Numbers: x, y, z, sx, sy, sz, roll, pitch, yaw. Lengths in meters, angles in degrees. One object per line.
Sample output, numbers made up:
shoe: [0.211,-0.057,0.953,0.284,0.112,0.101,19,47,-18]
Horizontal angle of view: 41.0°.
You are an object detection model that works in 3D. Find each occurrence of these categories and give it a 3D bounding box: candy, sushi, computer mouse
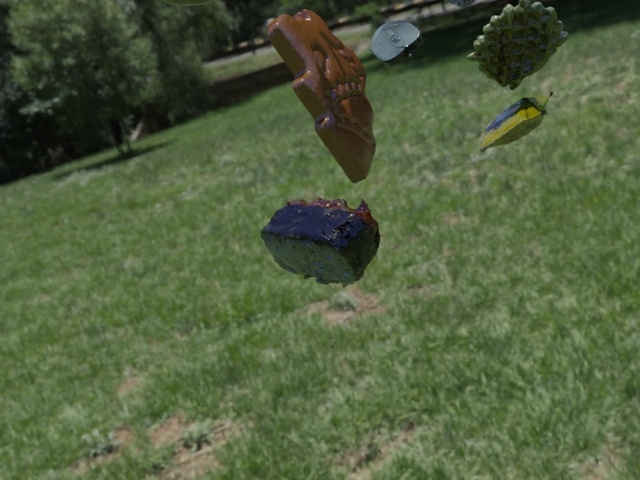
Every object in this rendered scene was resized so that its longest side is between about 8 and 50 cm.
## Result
candy: [0.483,-0.293,2.102,0.187,0.081,0.297,-33,2,24]
sushi: [0.000,0.000,2.193,0.343,0.196,0.182,10,45,45]
computer mouse: [0.168,-0.469,2.010,0.113,0.068,0.229,-40,21,5]

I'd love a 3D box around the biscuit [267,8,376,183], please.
biscuit: [0.027,-0.239,1.408,0.043,0.306,0.284,-24,-14,26]

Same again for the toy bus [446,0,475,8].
toy bus: [0.366,-0.727,2.451,0.073,0.076,0.167,-34,50,-23]

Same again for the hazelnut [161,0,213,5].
hazelnut: [-0.270,-0.700,1.711,0.402,0.402,0.429,-23,-27,-21]

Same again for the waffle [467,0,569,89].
waffle: [0.474,-0.471,2.050,0.223,0.204,0.054,-44,35,24]
